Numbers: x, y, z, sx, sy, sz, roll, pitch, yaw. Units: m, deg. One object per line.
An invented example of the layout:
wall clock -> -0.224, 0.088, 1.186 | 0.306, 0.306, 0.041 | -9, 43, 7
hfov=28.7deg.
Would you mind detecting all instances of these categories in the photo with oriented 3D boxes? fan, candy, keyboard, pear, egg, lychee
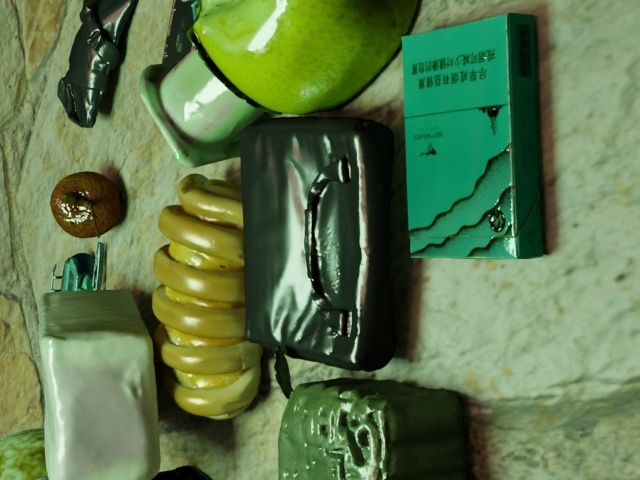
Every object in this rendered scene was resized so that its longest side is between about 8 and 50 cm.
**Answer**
fan -> -0.036, 0.158, 1.405 | 0.056, 0.004, 0.083 | -91, -18, -44
candy -> -0.305, 0.193, 1.697 | 0.359, 0.145, 0.208 | -151, 59, -75
keyboard -> -0.174, -0.266, 1.643 | 0.094, 0.025, 0.230 | 19, 100, 50
pear -> -0.017, -0.287, 1.327 | 0.292, 0.159, 0.292 | 2, 92, 52
egg -> -0.430, 0.427, 1.927 | 0.238, 0.238, 0.289 | 45, 141, 44
lychee -> -0.346, -0.054, 1.874 | 0.114, 0.101, 0.140 | 47, 153, 0

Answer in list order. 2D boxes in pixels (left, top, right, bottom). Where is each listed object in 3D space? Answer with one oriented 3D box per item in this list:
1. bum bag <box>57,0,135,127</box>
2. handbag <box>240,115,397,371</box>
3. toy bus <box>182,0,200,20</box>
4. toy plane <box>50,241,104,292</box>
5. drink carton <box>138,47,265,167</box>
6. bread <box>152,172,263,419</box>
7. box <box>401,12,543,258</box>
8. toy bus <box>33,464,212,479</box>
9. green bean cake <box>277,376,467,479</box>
bum bag -> -0.340, -0.293, 1.880 | 0.123, 0.060, 0.248 | 44, 127, 45
handbag -> 0.000, 0.000, 1.393 | 0.244, 0.088, 0.275 | 7, 97, 55
toy bus -> -0.126, -0.379, 1.541 | 0.109, 0.091, 0.261 | -22, 77, 47
toy plane -> -0.380, 0.113, 1.986 | 0.096, 0.060, 0.235 | 14, 100, 41
drink carton -> -0.112, -0.190, 1.491 | 0.142, 0.146, 0.144 | -38, 78, 38
bread -> -0.143, 0.079, 1.576 | 0.173, 0.121, 0.311 | 23, 114, 52
box -> 0.143, -0.095, 1.211 | 0.161, 0.042, 0.226 | -1, 92, 56
toy bus -> -0.270, 0.404, 1.644 | 0.138, 0.288, 0.175 | 24, 112, 52
green bean cake -> 0.049, 0.258, 1.320 | 0.227, 0.125, 0.222 | -8, 86, 60
